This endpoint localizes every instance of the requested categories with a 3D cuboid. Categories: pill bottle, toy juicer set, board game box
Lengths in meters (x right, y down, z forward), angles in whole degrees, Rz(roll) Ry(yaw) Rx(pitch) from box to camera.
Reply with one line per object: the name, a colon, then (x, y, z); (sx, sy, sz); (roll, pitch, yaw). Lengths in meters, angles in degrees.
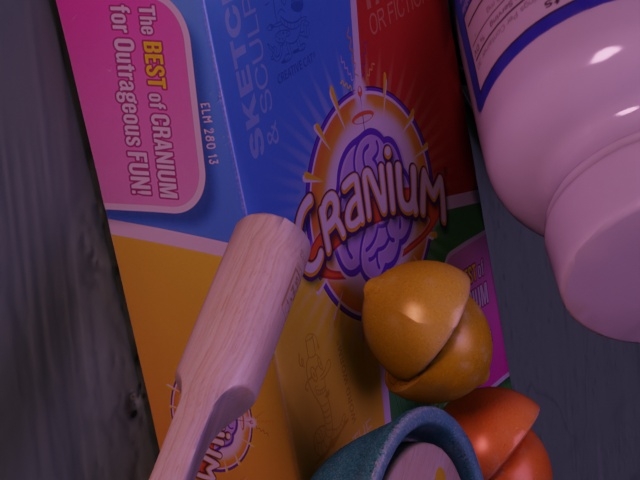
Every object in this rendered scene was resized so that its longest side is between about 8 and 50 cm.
pill bottle: (0.143, -0.091, 0.867); (0.152, 0.152, 0.272); (54, 21, -49)
toy juicer set: (0.037, 0.095, 0.692); (0.329, 0.089, 0.209); (41, 52, -56)
board game box: (0.000, 0.000, 0.803); (0.242, 0.064, 0.316); (-41, 124, -58)

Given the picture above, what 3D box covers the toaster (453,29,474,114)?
toaster: (0.173, -0.128, 1.053); (0.110, 0.168, 0.185); (56, 39, -48)
